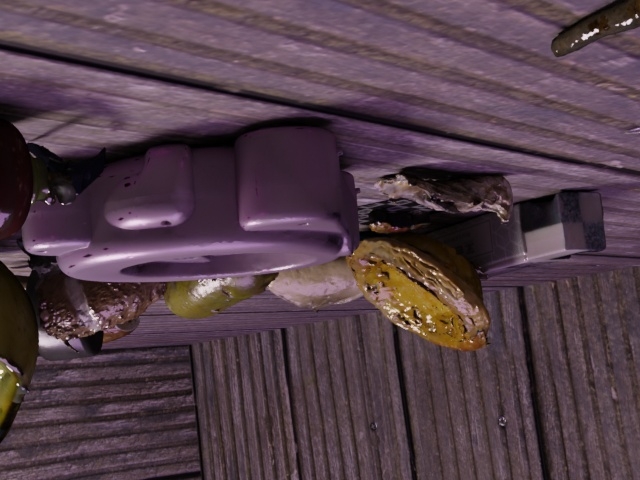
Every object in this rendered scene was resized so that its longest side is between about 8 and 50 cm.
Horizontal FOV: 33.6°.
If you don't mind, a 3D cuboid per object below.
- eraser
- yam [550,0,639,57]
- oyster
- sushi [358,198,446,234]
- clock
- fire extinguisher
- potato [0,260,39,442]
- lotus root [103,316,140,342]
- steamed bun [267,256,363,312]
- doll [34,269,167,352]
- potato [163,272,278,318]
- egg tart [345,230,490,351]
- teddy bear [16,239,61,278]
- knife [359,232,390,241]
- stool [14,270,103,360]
[{"bbox_3d":[0.284,0.008,1.725,0.098,0.096,0.404,0,169,-31],"label":"eraser"},{"bbox_3d":[0.230,-0.168,0.720,0.027,0.029,0.234,25,163,-16],"label":"yam"},{"bbox_3d":[0.154,-0.065,1.331,0.106,0.061,0.200,9,180,37],"label":"oyster"},{"bbox_3d":[0.097,-0.025,1.560,0.139,0.031,0.201,-11,171,29],"label":"sushi"},{"bbox_3d":[-0.124,-0.025,1.109,0.322,0.113,0.295,-6,172,6],"label":"clock"},{"bbox_3d":[-0.324,-0.054,0.837,0.344,0.102,0.138,-3,-157,-30],"label":"fire extinguisher"},{"bbox_3d":[-0.463,0.080,1.321,0.330,0.212,0.280,32,142,-26],"label":"potato"},{"bbox_3d":[-0.376,0.120,1.859,0.081,0.122,0.112,-13,161,27],"label":"lotus root"},{"bbox_3d":[0.005,0.075,1.928,0.231,0.110,0.212,-4,172,-2],"label":"steamed bun"},{"bbox_3d":[-0.253,0.045,1.319,0.221,0.115,0.105,-37,162,-7],"label":"doll"},{"bbox_3d":[-0.142,0.036,1.448,0.149,0.113,0.251,-50,-163,-31],"label":"potato"},{"bbox_3d":[0.174,0.069,1.701,0.291,0.107,0.291,31,161,12],"label":"egg tart"},{"bbox_3d":[-0.295,0.042,1.428,0.213,0.111,0.133,-8,168,1],"label":"teddy bear"},{"bbox_3d":[0.001,0.002,1.695,0.297,0.026,0.044,-1,158,-30],"label":"knife"},{"bbox_3d":[-0.414,0.114,1.670,0.139,0.153,0.228,-8,172,4],"label":"stool"}]
